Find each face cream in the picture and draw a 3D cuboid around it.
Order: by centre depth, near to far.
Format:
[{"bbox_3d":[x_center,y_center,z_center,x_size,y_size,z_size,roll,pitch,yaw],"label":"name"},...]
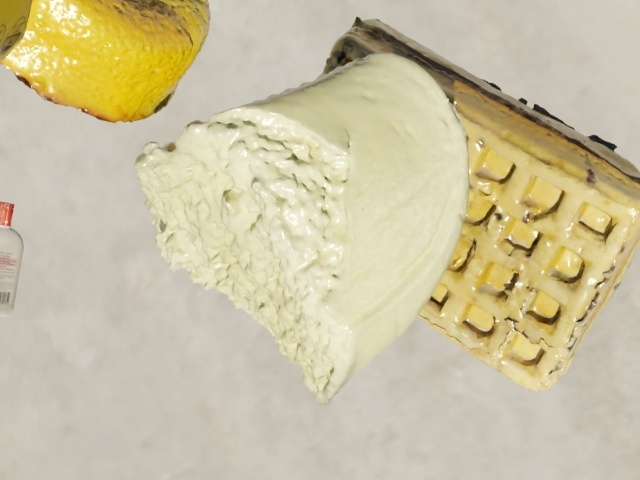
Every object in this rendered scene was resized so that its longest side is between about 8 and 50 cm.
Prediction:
[{"bbox_3d":[-0.236,0.013,1.206,0.040,0.021,0.083,8,94,-38],"label":"face cream"}]

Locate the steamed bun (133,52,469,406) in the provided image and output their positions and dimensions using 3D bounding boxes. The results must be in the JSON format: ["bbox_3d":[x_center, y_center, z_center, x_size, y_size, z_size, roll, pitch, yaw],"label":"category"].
[{"bbox_3d":[0.000,0.000,1.469,0.273,0.290,0.272,-25,92,-18],"label":"steamed bun"}]

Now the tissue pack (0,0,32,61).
[{"bbox_3d":[-0.261,-0.177,0.954,0.134,0.271,0.192,17,109,6],"label":"tissue pack"}]

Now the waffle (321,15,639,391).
[{"bbox_3d":[0.141,-0.036,1.730,0.376,0.261,0.114,31,31,15],"label":"waffle"}]

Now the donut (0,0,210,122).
[{"bbox_3d":[-0.174,-0.180,1.397,0.152,0.101,0.259,58,30,10],"label":"donut"}]
